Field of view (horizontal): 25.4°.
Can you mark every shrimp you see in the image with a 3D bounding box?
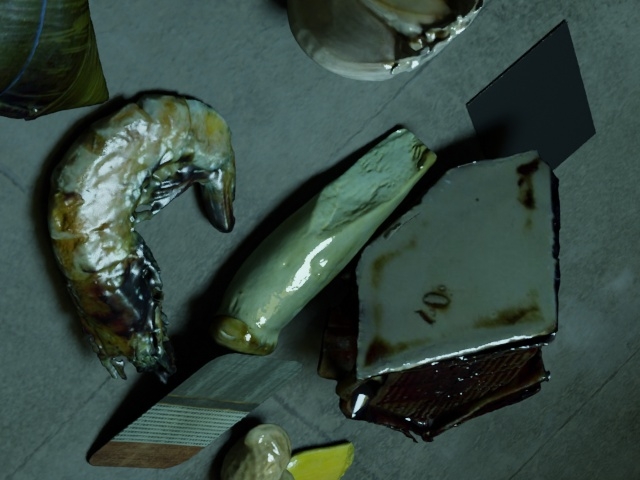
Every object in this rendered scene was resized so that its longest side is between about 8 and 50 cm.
[{"bbox_3d":[-0.164,0.001,1.480,0.233,0.071,0.365,-37,139,-22],"label":"shrimp"}]

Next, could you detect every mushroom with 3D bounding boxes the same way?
[{"bbox_3d":[-0.001,-0.001,1.622,0.333,0.087,0.107,-47,161,-2],"label":"mushroom"}]

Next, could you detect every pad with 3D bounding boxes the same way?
[{"bbox_3d":[-0.183,0.215,1.605,0.250,0.055,0.323,-39,168,26],"label":"pad"},{"bbox_3d":[0.276,-0.156,1.820,0.170,0.006,0.245,-40,144,-6],"label":"pad"}]

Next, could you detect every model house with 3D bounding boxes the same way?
[{"bbox_3d":[0.138,0.079,1.768,0.297,0.317,0.282,3,155,-5],"label":"model house"}]

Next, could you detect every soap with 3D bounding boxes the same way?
[{"bbox_3d":[-0.002,0.319,1.981,0.168,0.033,0.089,-11,135,-40],"label":"soap"}]

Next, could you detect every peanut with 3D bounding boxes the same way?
[{"bbox_3d":[-0.081,0.324,1.861,0.104,0.085,0.228,-22,136,-19],"label":"peanut"}]

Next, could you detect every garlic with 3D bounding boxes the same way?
[{"bbox_3d":[0.080,-0.253,1.394,0.229,0.178,0.143,-41,168,11],"label":"garlic"}]

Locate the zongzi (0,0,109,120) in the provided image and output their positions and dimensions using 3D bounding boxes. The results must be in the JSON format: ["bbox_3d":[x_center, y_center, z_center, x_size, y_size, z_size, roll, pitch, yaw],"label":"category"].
[{"bbox_3d":[-0.231,-0.272,1.073,0.432,0.208,0.403,-14,125,-65],"label":"zongzi"}]
